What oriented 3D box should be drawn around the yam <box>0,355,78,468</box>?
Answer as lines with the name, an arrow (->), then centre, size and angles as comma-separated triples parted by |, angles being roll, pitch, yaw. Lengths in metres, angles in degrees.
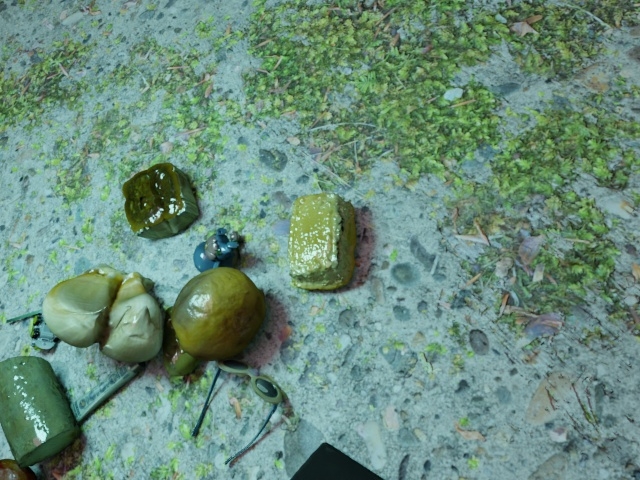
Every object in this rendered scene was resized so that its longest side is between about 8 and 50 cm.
yam -> -0.739, 0.434, 1.412 | 0.161, 0.161, 0.268 | -41, 61, -1

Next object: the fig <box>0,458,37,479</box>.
fig -> -0.757, 0.638, 1.340 | 0.207, 0.175, 0.175 | 23, 76, 11

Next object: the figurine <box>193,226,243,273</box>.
figurine -> -0.253, 0.029, 1.442 | 0.144, 0.178, 0.114 | -20, 75, -35

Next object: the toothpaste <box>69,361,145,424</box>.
toothpaste -> -0.562, 0.389, 1.439 | 0.239, 0.039, 0.062 | -39, 62, 2

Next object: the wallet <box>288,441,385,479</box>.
wallet -> 0.110, 0.575, 1.056 | 0.405, 0.062, 0.228 | 26, 37, 26

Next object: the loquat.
loquat -> -0.242, 0.177, 1.317 | 0.238, 0.238, 0.193 | -39, 57, -1

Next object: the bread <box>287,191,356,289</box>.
bread -> 0.000, 0.000, 1.368 | 0.173, 0.121, 0.246 | -8, 69, 25

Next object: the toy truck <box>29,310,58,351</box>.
toy truck -> -0.791, 0.262, 1.559 | 0.076, 0.076, 0.111 | -24, 56, 35

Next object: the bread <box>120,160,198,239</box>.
bread -> -0.469, -0.115, 1.587 | 0.192, 0.110, 0.210 | -25, 62, 9

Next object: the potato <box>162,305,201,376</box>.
potato -> -0.355, 0.253, 1.401 | 0.105, 0.085, 0.188 | -4, 60, -26

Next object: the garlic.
garlic -> -0.521, 0.185, 1.373 | 0.249, 0.286, 0.313 | -44, 32, 4

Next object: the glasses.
glasses -> -0.212, 0.397, 1.286 | 0.189, 0.088, 0.221 | 29, 79, 27

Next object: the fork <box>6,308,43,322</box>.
fork -> -0.825, 0.208, 1.620 | 0.235, 0.021, 0.039 | -18, 59, 13
